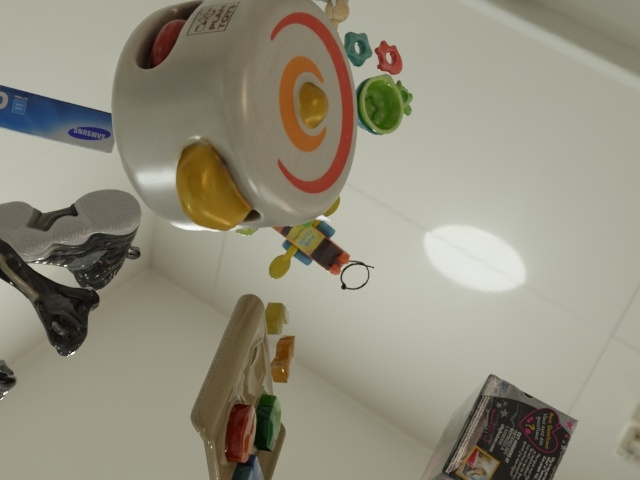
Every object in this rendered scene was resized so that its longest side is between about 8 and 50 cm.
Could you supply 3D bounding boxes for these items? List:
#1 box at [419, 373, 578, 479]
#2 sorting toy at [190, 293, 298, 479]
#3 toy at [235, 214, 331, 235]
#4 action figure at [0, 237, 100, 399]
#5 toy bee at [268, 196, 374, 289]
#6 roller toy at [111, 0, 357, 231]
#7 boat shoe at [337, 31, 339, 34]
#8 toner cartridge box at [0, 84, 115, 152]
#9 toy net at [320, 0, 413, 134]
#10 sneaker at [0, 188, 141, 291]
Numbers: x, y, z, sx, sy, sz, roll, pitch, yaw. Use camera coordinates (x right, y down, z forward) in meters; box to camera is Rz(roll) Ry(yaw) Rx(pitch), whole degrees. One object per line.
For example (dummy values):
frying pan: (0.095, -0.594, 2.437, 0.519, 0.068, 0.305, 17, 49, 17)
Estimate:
box: (0.244, 0.313, 1.480, 0.142, 0.247, 0.163, 29, -111, 6)
sorting toy: (-0.069, 0.180, 1.212, 0.041, 0.229, 0.307, 2, -142, 14)
toy: (-0.118, -0.039, 1.592, 0.237, 0.056, 0.137, 2, 166, 31)
action figure: (-0.266, -0.016, 0.593, 0.164, 0.275, 0.141, -48, -157, -16)
toy bee: (0.000, 0.000, 2.040, 0.298, 0.195, 0.162, 16, -172, -17)
roller toy: (-0.061, -0.105, 0.848, 0.146, 0.191, 0.209, -2, -178, 31)
boat shoe: (-0.004, -0.361, 1.837, 0.048, 0.153, 0.056, 35, -94, 13)
toner cartridge box: (-0.552, -0.232, 1.857, 0.348, 0.075, 0.165, 11, -177, -39)
toy net: (0.047, -0.240, 1.206, 0.122, 0.232, 0.045, -32, -163, -36)
sneaker: (-0.393, 0.017, 1.540, 0.269, 0.153, 0.101, -12, -127, -12)
